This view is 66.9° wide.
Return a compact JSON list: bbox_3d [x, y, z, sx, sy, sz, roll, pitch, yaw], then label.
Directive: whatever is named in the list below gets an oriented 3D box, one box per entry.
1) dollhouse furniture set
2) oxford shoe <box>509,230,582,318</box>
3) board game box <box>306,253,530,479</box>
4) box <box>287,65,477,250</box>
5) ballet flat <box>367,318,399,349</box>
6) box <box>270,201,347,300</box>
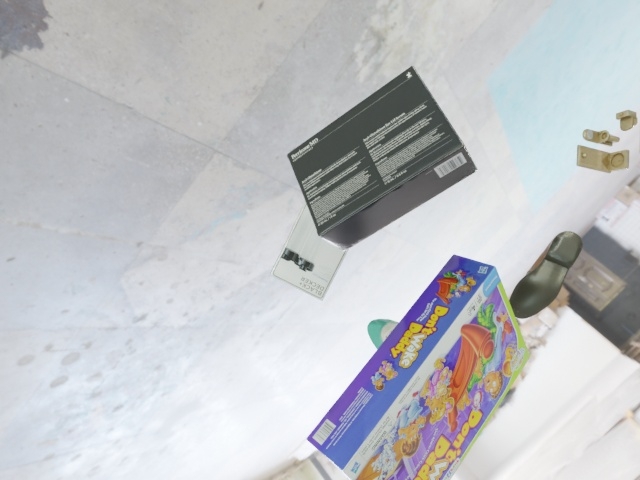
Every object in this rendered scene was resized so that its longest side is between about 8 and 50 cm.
[{"bbox_3d":[0.761,-0.263,1.232,0.123,0.144,0.151,7,175,-22],"label":"dollhouse furniture set"},{"bbox_3d":[0.473,0.075,1.022,0.212,0.076,0.076,-59,165,15],"label":"oxford shoe"},{"bbox_3d":[0.167,0.227,0.723,0.347,0.078,0.233,-47,126,-19],"label":"board game box"},{"bbox_3d":[0.095,-0.131,0.811,0.261,0.184,0.103,-32,151,18],"label":"box"},{"bbox_3d":[0.175,0.220,0.947,0.083,0.247,0.087,-20,134,-18],"label":"ballet flat"},{"bbox_3d":[0.000,0.000,1.336,0.290,0.169,0.087,-62,180,11],"label":"box"}]
